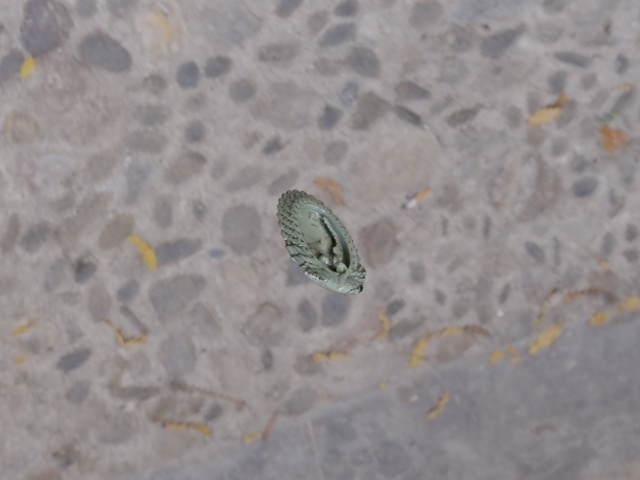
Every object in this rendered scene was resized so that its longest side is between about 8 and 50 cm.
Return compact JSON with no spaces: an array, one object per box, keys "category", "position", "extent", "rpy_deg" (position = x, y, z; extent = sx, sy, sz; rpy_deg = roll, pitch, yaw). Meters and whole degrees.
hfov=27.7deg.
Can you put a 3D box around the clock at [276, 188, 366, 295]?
[{"category":"clock","position":[0.000,0.000,0.852],"extent":[0.074,0.083,0.010],"rpy_deg":[18,132,-43]}]
